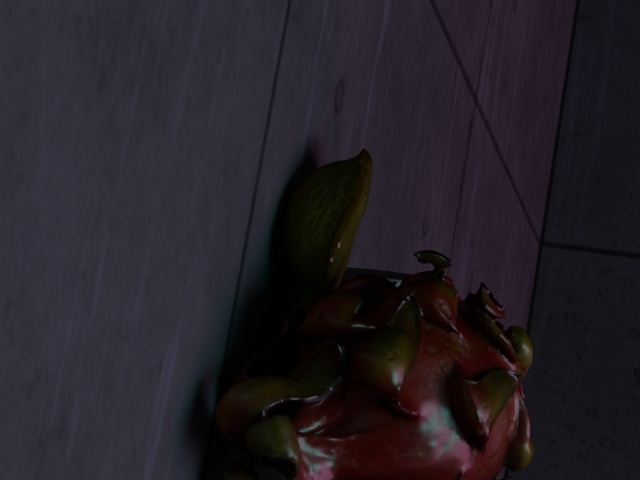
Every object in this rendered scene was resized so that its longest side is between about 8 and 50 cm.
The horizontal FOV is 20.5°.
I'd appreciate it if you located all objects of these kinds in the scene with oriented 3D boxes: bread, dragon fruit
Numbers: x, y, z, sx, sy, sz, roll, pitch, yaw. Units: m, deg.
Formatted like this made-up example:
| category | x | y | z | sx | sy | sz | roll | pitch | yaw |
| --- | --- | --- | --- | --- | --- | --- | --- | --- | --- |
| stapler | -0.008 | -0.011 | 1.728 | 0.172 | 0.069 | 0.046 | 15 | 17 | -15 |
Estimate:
| category | x | y | z | sx | sy | sz | roll | pitch | yaw |
| --- | --- | --- | --- | --- | --- | --- | --- | --- | --- |
| bread | 0.000 | 0.000 | 1.574 | 0.187 | 0.065 | 0.149 | -70 | 172 | -46 |
| dragon fruit | 0.041 | 0.139 | 1.464 | 0.227 | 0.307 | 0.243 | -46 | -146 | 35 |

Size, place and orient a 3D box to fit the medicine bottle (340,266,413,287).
| category | x | y | z | sx | sy | sz | roll | pitch | yaw |
| --- | --- | --- | --- | --- | --- | --- | --- | --- | --- |
| medicine bottle | 0.045 | 0.155 | 1.677 | 0.131 | 0.131 | 0.250 | -4 | 101 | -76 |
